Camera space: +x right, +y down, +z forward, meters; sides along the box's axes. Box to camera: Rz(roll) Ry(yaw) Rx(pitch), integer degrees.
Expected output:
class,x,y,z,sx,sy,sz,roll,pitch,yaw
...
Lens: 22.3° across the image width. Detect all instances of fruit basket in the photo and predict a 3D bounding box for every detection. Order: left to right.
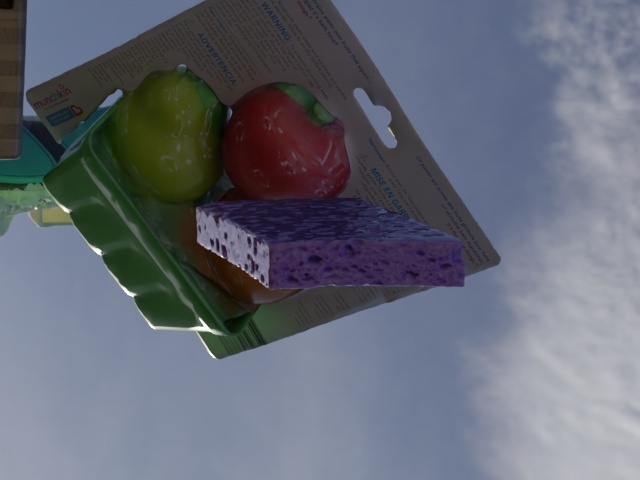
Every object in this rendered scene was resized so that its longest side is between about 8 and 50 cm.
class,x,y,z,sx,sy,sz,roll,pitch,yaw
fruit basket,-0.057,-0.064,1.454,0.353,0.165,0.327,-24,-68,33

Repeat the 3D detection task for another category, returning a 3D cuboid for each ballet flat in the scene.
class,x,y,z,sx,sy,sz,roll,pitch,yaw
ballet flat,-0.306,-0.064,1.745,0.147,0.409,0.147,7,-80,43

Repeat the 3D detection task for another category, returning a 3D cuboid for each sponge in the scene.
class,x,y,z,sx,sy,sz,roll,pitch,yaw
sponge,0.000,0.000,1.010,0.210,0.117,0.031,-152,-118,-72

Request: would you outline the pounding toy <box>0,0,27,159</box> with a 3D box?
class,x,y,z,sx,sy,sz,roll,pitch,yaw
pounding toy,-0.158,-0.087,0.595,0.141,0.130,0.100,-138,-130,-65
